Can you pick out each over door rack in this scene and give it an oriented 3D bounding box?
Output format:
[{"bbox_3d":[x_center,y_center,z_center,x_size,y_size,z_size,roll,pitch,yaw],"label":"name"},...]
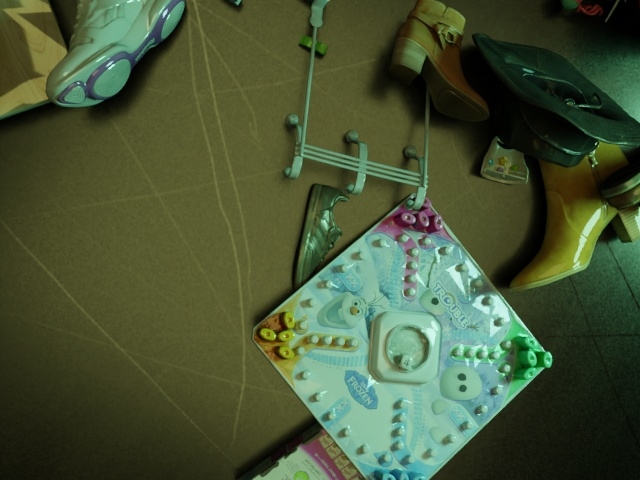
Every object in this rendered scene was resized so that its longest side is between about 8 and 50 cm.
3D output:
[{"bbox_3d":[0.074,-0.226,1.394,0.239,0.108,0.324,13,78,-17],"label":"over door rack"}]

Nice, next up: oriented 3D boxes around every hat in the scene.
[{"bbox_3d":[0.364,-0.204,1.371,0.331,0.331,0.134,23,121,-5],"label":"hat"}]

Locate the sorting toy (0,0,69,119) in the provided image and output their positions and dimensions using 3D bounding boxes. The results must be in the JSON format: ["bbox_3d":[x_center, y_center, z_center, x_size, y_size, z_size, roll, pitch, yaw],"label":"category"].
[{"bbox_3d":[-0.546,-0.319,1.357,0.255,0.089,0.257,-21,94,-4],"label":"sorting toy"}]

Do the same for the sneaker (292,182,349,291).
[{"bbox_3d":[0.000,0.000,1.424,0.071,0.066,0.189,12,92,-6],"label":"sneaker"}]

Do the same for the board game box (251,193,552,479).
[{"bbox_3d":[0.149,0.181,1.413,0.390,0.050,0.390,-40,94,-14],"label":"board game box"}]

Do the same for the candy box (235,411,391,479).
[{"bbox_3d":[-0.009,0.416,1.436,0.233,0.071,0.159,-34,93,-4],"label":"candy box"}]

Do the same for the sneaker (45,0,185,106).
[{"bbox_3d":[-0.351,-0.327,1.333,0.152,0.114,0.305,32,56,2],"label":"sneaker"}]

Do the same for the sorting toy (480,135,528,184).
[{"bbox_3d":[0.321,-0.141,1.460,0.083,0.045,0.075,14,84,-5],"label":"sorting toy"}]

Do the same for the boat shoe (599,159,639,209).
[{"bbox_3d":[0.566,-0.097,1.378,0.307,0.110,0.105,-27,94,-41],"label":"boat shoe"}]

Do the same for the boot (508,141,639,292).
[{"bbox_3d":[0.414,-0.054,1.448,0.295,0.104,0.211,-26,89,-8],"label":"boot"}]

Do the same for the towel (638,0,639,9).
[{"bbox_3d":[0.561,-0.477,1.397,0.037,0.237,0.329,-9,94,38],"label":"towel"}]

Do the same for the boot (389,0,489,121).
[{"bbox_3d":[0.211,-0.295,1.359,0.197,0.073,0.152,31,64,-20],"label":"boot"}]

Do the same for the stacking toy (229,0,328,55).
[{"bbox_3d":[-0.042,-0.437,1.413,0.221,0.052,0.167,31,90,-6],"label":"stacking toy"}]

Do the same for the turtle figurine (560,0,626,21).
[{"bbox_3d":[0.446,-0.478,1.418,0.175,0.118,0.234,18,79,-4],"label":"turtle figurine"}]
